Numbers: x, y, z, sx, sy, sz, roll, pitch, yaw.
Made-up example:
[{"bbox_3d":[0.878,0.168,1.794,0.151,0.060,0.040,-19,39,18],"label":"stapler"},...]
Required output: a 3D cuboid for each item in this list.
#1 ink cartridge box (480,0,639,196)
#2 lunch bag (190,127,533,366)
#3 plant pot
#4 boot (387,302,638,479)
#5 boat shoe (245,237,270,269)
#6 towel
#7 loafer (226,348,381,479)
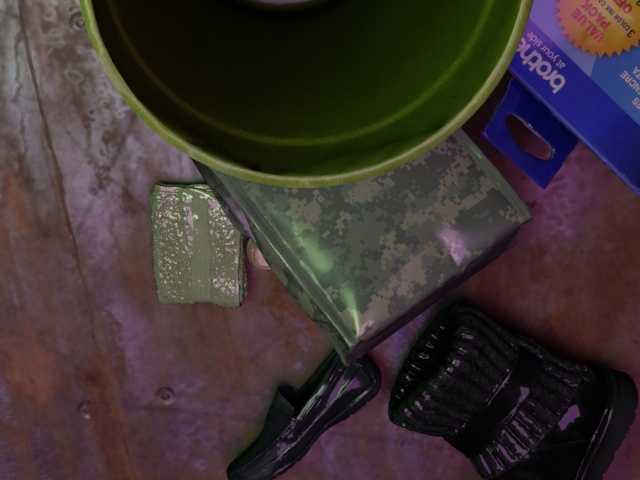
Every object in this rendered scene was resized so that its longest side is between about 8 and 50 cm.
[{"bbox_3d":[0.330,-0.234,1.391,0.270,0.151,0.395,39,105,-19],"label":"ink cartridge box"},{"bbox_3d":[0.033,-0.053,1.399,0.235,0.169,0.287,-36,81,-7],"label":"lunch bag"},{"bbox_3d":[-0.022,-0.282,1.221,0.366,0.353,0.367,-2,113,-4],"label":"plant pot"},{"bbox_3d":[0.188,0.258,1.586,0.260,0.131,0.348,19,99,-20],"label":"boot"},{"bbox_3d":[0.000,0.000,1.501,0.170,0.059,0.063,-15,114,1],"label":"boat shoe"},{"bbox_3d":[-0.136,0.006,1.500,0.110,0.027,0.148,2,114,4],"label":"towel"},{"bbox_3d":[-0.030,0.203,1.579,0.223,0.076,0.078,-41,105,6],"label":"loafer"}]
